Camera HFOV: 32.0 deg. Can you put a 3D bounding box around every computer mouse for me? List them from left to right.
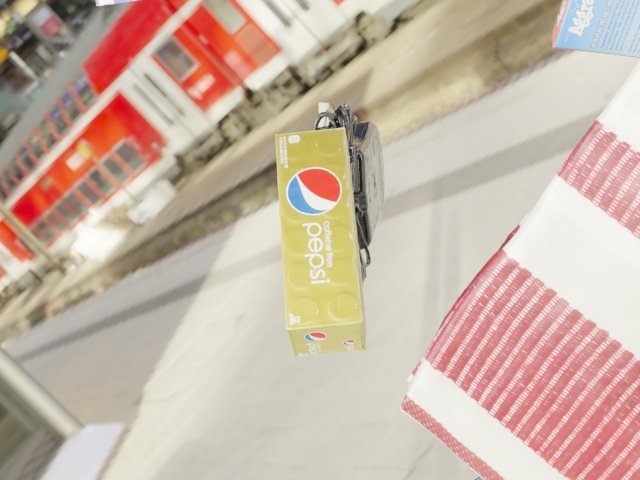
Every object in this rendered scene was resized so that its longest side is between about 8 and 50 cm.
[{"bbox_3d":[0.022,-0.065,1.215,0.072,0.189,0.272,-4,11,10],"label":"computer mouse"}]

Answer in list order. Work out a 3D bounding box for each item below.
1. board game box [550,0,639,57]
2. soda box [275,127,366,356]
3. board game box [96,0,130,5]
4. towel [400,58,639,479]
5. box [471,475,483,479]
[{"bbox_3d":[0.329,-0.297,1.075,0.281,0.145,0.027,100,174,-46],"label":"board game box"},{"bbox_3d":[0.000,0.000,0.911,0.058,0.061,0.181,80,-175,-62],"label":"soda box"},{"bbox_3d":[-0.103,-0.391,1.472,0.233,0.078,0.347,2,21,36],"label":"board game box"},{"bbox_3d":[0.208,0.037,0.534,0.037,0.237,0.329,-29,-25,-58],"label":"towel"},{"bbox_3d":[0.245,0.325,1.289,0.156,0.158,0.093,-35,46,25],"label":"box"}]
